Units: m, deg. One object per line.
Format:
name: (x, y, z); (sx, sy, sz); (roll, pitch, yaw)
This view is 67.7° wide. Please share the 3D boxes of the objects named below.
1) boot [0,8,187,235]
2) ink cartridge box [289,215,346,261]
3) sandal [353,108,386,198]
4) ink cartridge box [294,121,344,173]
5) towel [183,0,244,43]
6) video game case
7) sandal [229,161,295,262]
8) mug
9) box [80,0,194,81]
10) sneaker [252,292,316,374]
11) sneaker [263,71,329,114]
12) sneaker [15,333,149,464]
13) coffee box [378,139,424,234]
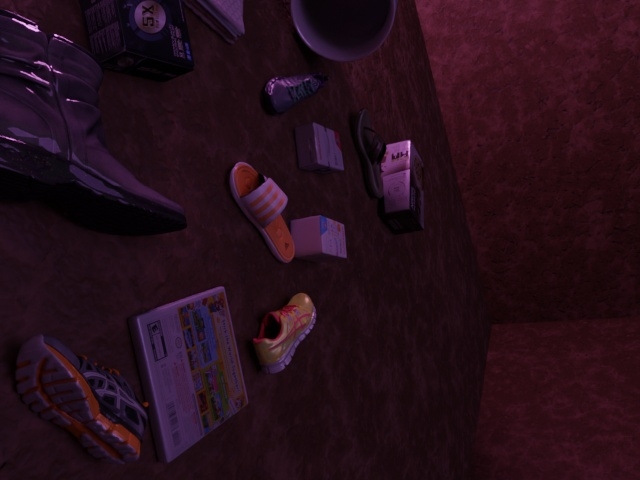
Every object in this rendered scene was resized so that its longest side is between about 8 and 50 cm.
boot: (-0.305, -0.142, 0.641); (0.338, 0.118, 0.223); (32, 49, -60)
ink cartridge box: (0.000, 0.000, 1.177); (0.143, 0.089, 0.092); (15, 69, -59)
sandal: (0.184, -0.294, 1.606); (0.120, 0.086, 0.303); (-38, 116, -59)
ink cartridge box: (-0.002, -0.241, 1.271); (0.150, 0.063, 0.109); (-1, 83, -61)
towel: (-0.254, -0.609, 0.929); (0.331, 0.053, 0.317); (24, 61, -58)
video game case: (-0.211, 0.210, 0.798); (0.206, 0.026, 0.227); (-17, 96, -61)
sandal: (-0.098, -0.063, 1.028); (0.265, 0.076, 0.102); (59, 35, -34)
mug: (0.043, -0.725, 1.327); (0.374, 0.276, 0.328); (32, 42, -16)
box: (-0.292, -0.362, 0.757); (0.147, 0.077, 0.180); (-13, 94, -61)
sneaker: (-0.075, 0.172, 1.000); (0.094, 0.081, 0.208); (63, 33, -26)
sneaker: (-0.057, -0.376, 1.172); (0.083, 0.098, 0.224); (68, 31, -23)
sneaker: (-0.294, 0.192, 0.605); (0.083, 0.084, 0.215); (-81, 153, -55)
coffee box: (0.301, -0.193, 1.758); (0.168, 0.118, 0.297); (43, 46, -50)
